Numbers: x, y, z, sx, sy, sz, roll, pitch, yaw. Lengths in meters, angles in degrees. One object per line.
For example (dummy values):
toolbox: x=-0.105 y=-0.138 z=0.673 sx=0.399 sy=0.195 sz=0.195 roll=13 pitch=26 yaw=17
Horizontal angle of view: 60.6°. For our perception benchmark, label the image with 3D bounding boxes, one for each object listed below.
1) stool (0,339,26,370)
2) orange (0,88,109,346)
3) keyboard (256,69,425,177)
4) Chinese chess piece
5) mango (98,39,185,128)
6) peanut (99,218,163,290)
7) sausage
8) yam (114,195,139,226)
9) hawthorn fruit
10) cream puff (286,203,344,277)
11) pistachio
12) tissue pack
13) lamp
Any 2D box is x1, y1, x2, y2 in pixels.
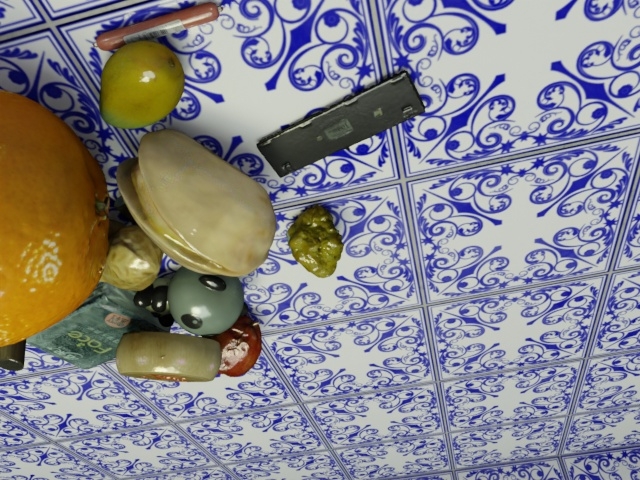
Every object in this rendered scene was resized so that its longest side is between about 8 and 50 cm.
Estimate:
stool: x=-0.752 y=0.110 z=1.192 sx=0.310 sy=0.226 sz=0.310 roll=17 pitch=135 yaw=-19
orange: x=-0.519 y=-0.035 z=0.893 sx=0.325 sy=0.424 sz=0.424 roll=0 pitch=140 yaw=-14
keyboard: x=0.036 y=-0.213 z=1.034 sx=0.316 sy=0.027 sz=0.106 roll=-22 pitch=133 yaw=19
Chinese chess piece: x=-0.366 y=0.285 z=1.333 sx=0.250 sy=0.097 sz=0.251 roll=2 pitch=161 yaw=1
mango: x=-0.301 y=-0.251 z=0.906 sx=0.194 sy=0.092 sz=0.130 roll=-26 pitch=150 yaw=34
peanut: x=-0.415 y=0.029 z=1.131 sx=0.305 sy=0.147 sz=0.147 roll=11 pitch=157 yaw=45
sausage: x=-0.257 y=-0.335 z=0.862 sx=0.222 sy=0.030 sz=0.029 roll=-12 pitch=139 yaw=9
yam: x=-0.379 y=-0.050 z=1.169 sx=0.054 sy=0.054 sz=0.132 roll=-21 pitch=137 yaw=18
hawthorn fruit: x=-0.242 y=0.279 z=1.501 sx=0.173 sy=0.173 sz=0.179 roll=5 pitch=113 yaw=-11
cream puff: x=0.000 y=0.000 z=1.208 sx=0.146 sy=0.146 sz=0.116 roll=32 pitch=111 yaw=-35
pistachio: x=-0.227 y=-0.060 z=1.032 sx=0.229 sy=0.238 sz=0.321 roll=-37 pitch=110 yaw=25
tissue pack: x=-0.578 y=0.217 z=1.425 sx=0.315 sy=0.103 sz=0.228 roll=-24 pitch=135 yaw=21
lamp: x=-0.302 y=0.138 z=1.307 sx=0.243 sy=0.198 sz=0.198 roll=-7 pitch=140 yaw=16
